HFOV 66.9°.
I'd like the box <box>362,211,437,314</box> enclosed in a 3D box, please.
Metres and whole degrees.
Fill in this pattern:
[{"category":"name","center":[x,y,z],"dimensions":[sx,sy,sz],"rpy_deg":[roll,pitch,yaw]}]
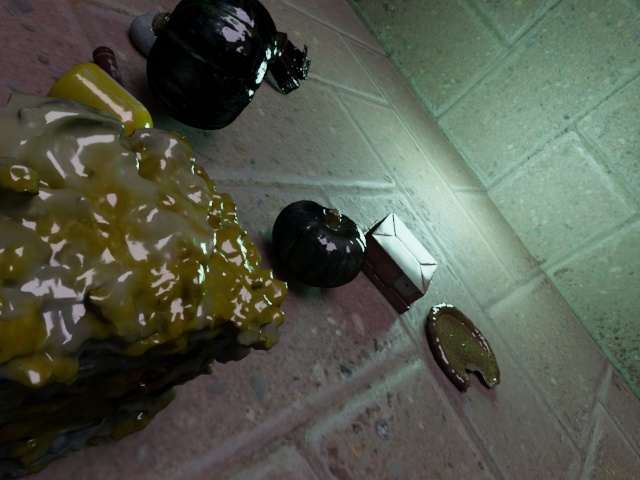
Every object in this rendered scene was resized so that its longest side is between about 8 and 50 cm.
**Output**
[{"category":"box","center":[0.197,0.049,1.272],"dimensions":[0.215,0.086,0.215],"rpy_deg":[49,31,1]}]

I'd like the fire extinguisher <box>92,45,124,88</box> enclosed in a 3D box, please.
[{"category":"fire extinguisher","center":[-0.406,-0.307,0.939],"dimensions":[0.064,0.043,0.158],"rpy_deg":[83,-15,-64]}]

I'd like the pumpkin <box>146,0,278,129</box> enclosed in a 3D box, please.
[{"category":"pumpkin","center":[-0.234,-0.381,1.002],"dimensions":[0.238,0.315,0.315],"rpy_deg":[35,34,-26]}]

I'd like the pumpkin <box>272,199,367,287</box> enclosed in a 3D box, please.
[{"category":"pumpkin","center":[0.001,0.003,1.009],"dimensions":[0.211,0.152,0.212],"rpy_deg":[35,28,-22]}]

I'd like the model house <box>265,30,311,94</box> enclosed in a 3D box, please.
[{"category":"model house","center":[-0.118,-0.551,1.525],"dimensions":[0.164,0.140,0.203],"rpy_deg":[53,45,-39]}]

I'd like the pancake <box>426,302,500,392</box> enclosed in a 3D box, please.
[{"category":"pancake","center":[0.386,0.292,1.298],"dimensions":[0.288,0.033,0.286],"rpy_deg":[42,31,-12]}]

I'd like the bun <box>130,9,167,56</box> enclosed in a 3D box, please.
[{"category":"bun","center":[-0.369,-0.478,1.135],"dimensions":[0.140,0.083,0.141],"rpy_deg":[32,38,-29]}]

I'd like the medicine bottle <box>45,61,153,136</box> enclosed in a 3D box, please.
[{"category":"medicine bottle","center":[-0.336,-0.181,0.814],"dimensions":[0.212,0.121,0.122],"rpy_deg":[42,32,-13]}]

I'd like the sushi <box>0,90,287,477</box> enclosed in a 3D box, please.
[{"category":"sushi","center":[-0.246,0.062,0.436],"dimensions":[0.396,0.351,0.240],"rpy_deg":[-5,60,-51]}]
